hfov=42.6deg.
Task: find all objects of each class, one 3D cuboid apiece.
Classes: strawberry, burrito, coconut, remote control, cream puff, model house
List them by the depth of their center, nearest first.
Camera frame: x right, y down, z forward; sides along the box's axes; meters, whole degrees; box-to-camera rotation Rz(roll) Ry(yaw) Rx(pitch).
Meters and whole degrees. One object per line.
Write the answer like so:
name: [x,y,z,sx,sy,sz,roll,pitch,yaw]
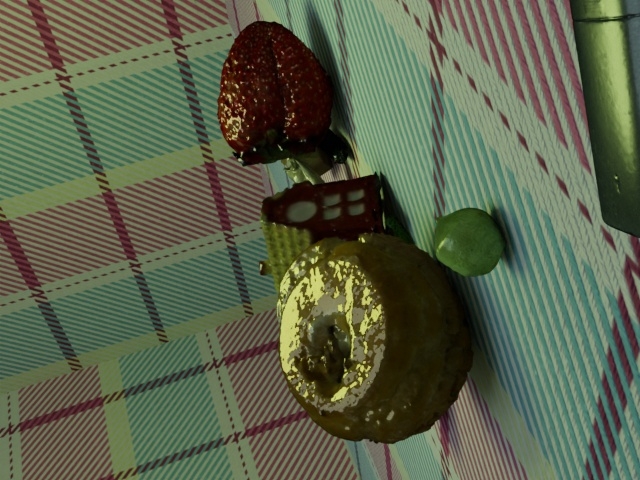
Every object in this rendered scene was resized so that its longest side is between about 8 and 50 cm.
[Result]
remote control: [0.214,-0.185,0.594,0.107,0.044,0.377,-120,15,-74]
coconut: [0.184,0.000,1.027,0.096,0.088,0.088,41,163,12]
cream puff: [0.090,0.153,1.310,0.343,0.231,0.327,32,110,46]
model house: [0.000,0.000,1.539,0.160,0.254,0.196,-96,-3,-47]
strawberry: [-0.103,-0.309,1.715,0.238,0.250,0.288,-126,18,-82]
burrito: [0.020,-0.074,1.803,0.275,0.059,0.082,50,171,-7]

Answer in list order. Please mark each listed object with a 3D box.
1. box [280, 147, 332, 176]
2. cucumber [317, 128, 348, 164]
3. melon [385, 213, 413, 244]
box: [-0.038,-0.190,1.910,0.177,0.111,0.111,17,-126,-76]
cucumber: [0.026,-0.202,1.774,0.181,0.053,0.053,-124,19,-61]
melon: [0.169,0.073,1.464,0.114,0.053,0.262,23,-128,-77]
